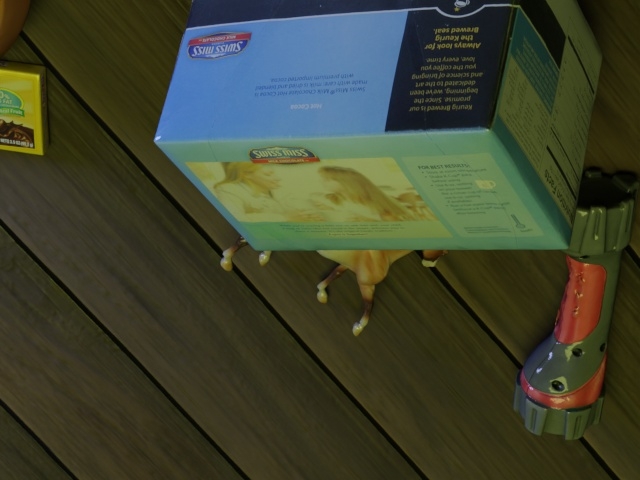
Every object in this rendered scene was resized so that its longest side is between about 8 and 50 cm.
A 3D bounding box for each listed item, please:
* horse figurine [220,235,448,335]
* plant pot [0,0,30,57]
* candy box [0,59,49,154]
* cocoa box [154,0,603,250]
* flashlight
[{"bbox_3d":[0.000,0.000,1.988,0.263,0.066,0.174,29,131,-9],"label":"horse figurine"},{"bbox_3d":[-0.469,-0.262,1.822,0.290,0.203,0.291,9,119,17],"label":"plant pot"},{"bbox_3d":[-0.406,-0.158,2.007,0.205,0.027,0.105,8,121,9],"label":"candy box"},{"bbox_3d":[0.061,-0.136,1.700,0.347,0.228,0.231,0,152,27],"label":"cocoa box"},{"bbox_3d":[0.273,0.073,1.945,0.103,0.103,0.304,10,126,11],"label":"flashlight"}]
